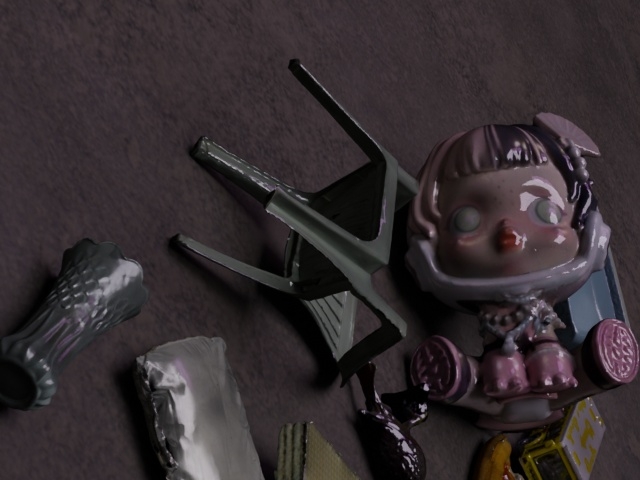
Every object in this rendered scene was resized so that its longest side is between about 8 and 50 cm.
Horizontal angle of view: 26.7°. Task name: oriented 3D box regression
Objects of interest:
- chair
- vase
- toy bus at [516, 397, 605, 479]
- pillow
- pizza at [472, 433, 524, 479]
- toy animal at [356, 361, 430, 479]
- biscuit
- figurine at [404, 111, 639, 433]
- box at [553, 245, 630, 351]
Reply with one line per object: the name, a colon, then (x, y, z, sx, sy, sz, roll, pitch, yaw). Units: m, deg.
chair: (0.000, 0.000, 1.327, 0.274, 0.190, 0.203, 38, 41, -28)
vase: (-0.202, 0.068, 1.042, 0.081, 0.081, 0.149, 57, 35, -15)
toy bus: (0.308, 0.259, 1.709, 0.081, 0.074, 0.226, 65, 22, -3)
pillow: (-0.093, 0.193, 1.150, 0.128, 0.051, 0.229, -2, 74, -56)
pizza: (0.228, 0.339, 1.574, 0.176, 0.036, 0.185, 55, 32, -20)
toy animal: (0.079, 0.227, 1.408, 0.105, 0.070, 0.202, 14, 64, -43)
biscuit: (0.013, 0.264, 1.247, 0.199, 0.040, 0.121, 55, 26, -44)
figurine: (0.212, 0.037, 1.599, 0.253, 0.211, 0.361, -2, 73, -11)
box: (0.302, 0.072, 1.761, 0.130, 0.162, 0.227, 16, 56, -42)
